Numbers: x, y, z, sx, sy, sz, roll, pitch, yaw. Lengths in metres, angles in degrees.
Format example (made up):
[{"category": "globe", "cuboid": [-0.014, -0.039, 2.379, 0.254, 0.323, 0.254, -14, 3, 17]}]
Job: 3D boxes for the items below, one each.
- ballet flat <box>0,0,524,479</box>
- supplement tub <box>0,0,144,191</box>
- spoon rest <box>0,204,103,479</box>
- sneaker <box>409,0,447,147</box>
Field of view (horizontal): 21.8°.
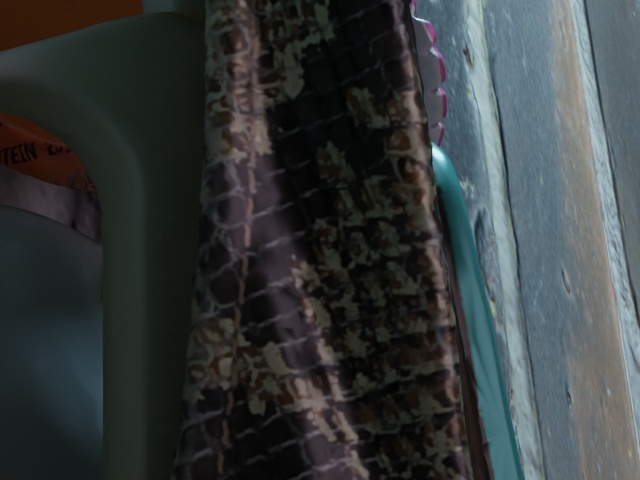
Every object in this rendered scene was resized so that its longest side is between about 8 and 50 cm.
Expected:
[{"category": "ballet flat", "cuboid": [-0.033, -0.041, 0.414, 0.164, 0.182, 0.483, 134, -42, -76]}, {"category": "supplement tub", "cuboid": [-0.050, -0.167, 0.670, 0.194, 0.193, 0.316, 59, 28, -26]}, {"category": "spoon rest", "cuboid": [-0.070, 0.050, 0.583, 0.137, 0.084, 0.276, 64, 13, 5]}, {"category": "sneaker", "cuboid": [0.000, 0.000, 0.791, 0.103, 0.111, 0.252, -134, -149, -61]}]
